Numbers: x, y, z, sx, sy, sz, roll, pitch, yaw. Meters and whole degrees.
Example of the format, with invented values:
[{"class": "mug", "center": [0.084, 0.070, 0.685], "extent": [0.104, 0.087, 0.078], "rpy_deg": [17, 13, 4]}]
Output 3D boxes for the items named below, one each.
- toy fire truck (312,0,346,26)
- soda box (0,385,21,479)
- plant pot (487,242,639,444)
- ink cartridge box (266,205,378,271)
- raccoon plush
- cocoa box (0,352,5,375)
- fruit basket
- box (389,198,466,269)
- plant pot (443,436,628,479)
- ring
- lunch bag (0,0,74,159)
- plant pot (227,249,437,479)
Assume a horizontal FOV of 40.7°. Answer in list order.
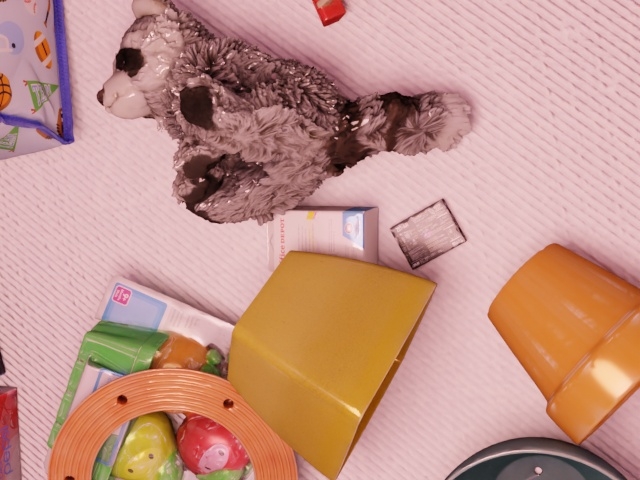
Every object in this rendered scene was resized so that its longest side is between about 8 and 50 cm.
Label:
[{"class": "toy fire truck", "center": [0.066, -0.337, 1.083], "extent": [0.135, 0.192, 0.047], "rpy_deg": [-24, 92, -11]}, {"class": "soda box", "center": [-0.536, 0.367, 1.368], "extent": [0.084, 0.092, 0.263], "rpy_deg": [2, 98, 16]}, {"class": "plant pot", "center": [0.316, 0.110, 1.055], "extent": [0.188, 0.205, 0.205], "rpy_deg": [45, 107, 22]}, {"class": "ink cartridge box", "center": [0.000, 0.000, 1.171], "extent": [0.143, 0.090, 0.092], "rpy_deg": [2, 98, 16]}, {"class": "raccoon plush", "center": [-0.063, -0.195, 1.152], "extent": [0.216, 0.447, 0.299], "rpy_deg": [113, 145, -44]}, {"class": "cocoa box", "center": [-0.672, 0.151, 1.244], "extent": [0.232, 0.347, 0.227], "rpy_deg": [-12, 95, 17]}, {"class": "fruit basket", "center": [-0.194, 0.262, 1.224], "extent": [0.353, 0.165, 0.327], "rpy_deg": [25, 103, 8]}, {"class": "box", "center": [0.145, -0.008, 1.166], "extent": [0.083, 0.018, 0.067], "rpy_deg": [-30, 88, 17]}, {"class": "plant pot", "center": [0.277, 0.370, 1.088], "extent": [0.290, 0.195, 0.290], "rpy_deg": [2, 98, 15]}, {"class": "ring", "center": [-0.198, 0.326, 1.169], "extent": [0.337, 0.032, 0.336], "rpy_deg": [-1, 104, -3]}, {"class": "lunch bag", "center": [-0.549, -0.310, 1.216], "extent": [0.328, 0.239, 0.385], "rpy_deg": [-8, 79, 17]}, {"class": "plant pot", "center": [0.000, 0.138, 1.086], "extent": [0.187, 0.212, 0.212], "rpy_deg": [28, 146, 11]}]
